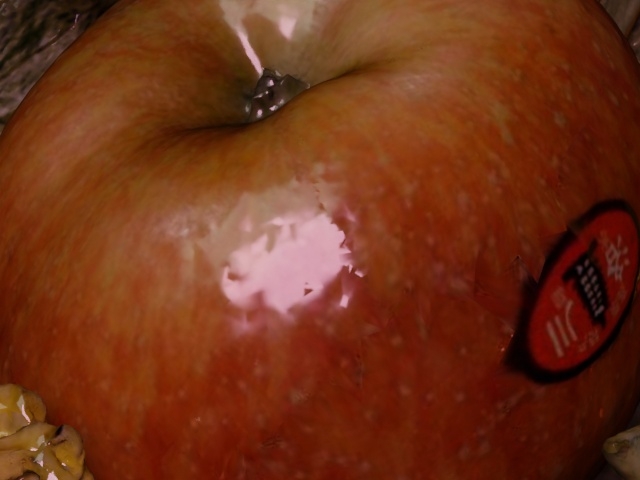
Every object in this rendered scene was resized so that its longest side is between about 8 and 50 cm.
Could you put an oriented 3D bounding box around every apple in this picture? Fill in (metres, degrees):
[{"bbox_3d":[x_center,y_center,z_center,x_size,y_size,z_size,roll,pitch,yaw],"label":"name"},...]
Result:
[{"bbox_3d":[0.000,0.000,0.779,0.278,0.250,0.309,16,33,14],"label":"apple"}]

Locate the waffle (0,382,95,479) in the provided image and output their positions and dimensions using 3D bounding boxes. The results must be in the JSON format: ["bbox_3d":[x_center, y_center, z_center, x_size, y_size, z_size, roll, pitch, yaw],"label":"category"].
[{"bbox_3d":[-0.171,0.109,0.630,0.149,0.051,0.194,5,41,31],"label":"waffle"}]

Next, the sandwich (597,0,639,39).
[{"bbox_3d":[0.104,-0.170,0.948,0.227,0.155,0.198,-15,54,14],"label":"sandwich"}]

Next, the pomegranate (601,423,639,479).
[{"bbox_3d":[0.203,0.098,0.660,0.211,0.263,0.211,-19,65,46],"label":"pomegranate"}]
